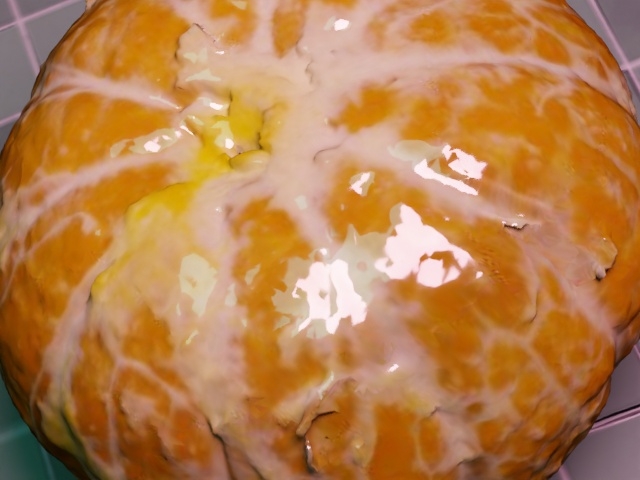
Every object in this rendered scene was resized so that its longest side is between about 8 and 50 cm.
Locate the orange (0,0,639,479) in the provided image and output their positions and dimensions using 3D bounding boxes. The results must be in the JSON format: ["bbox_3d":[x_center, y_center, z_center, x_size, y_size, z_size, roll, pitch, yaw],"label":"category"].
[{"bbox_3d":[0.000,0.000,0.956,0.329,0.249,0.329,-7,55,9],"label":"orange"}]
